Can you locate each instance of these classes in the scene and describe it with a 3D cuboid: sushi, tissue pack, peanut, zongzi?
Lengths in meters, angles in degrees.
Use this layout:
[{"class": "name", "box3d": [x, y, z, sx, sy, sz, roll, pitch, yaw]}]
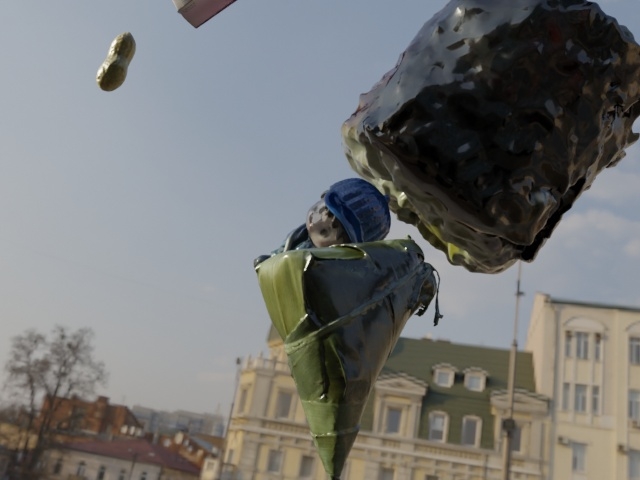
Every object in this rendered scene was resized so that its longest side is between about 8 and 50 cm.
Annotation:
[{"class": "sushi", "box3d": [0.201, -0.134, 0.833, 0.281, 0.294, 0.299, 42, 1, -4]}, {"class": "tissue pack", "box3d": [-0.228, -0.613, 1.585, 0.246, 0.149, 0.092, -31, -17, 11]}, {"class": "peanut", "box3d": [-0.264, -0.232, 0.922, 0.037, 0.083, 0.037, 16, -6, 2]}, {"class": "zongzi", "box3d": [0.029, 0.058, 0.388, 0.109, 0.119, 0.055, -7, -17, -37]}]

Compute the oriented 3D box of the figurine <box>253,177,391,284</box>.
[{"class": "figurine", "box3d": [0.006, 0.003, 0.645, 0.079, 0.077, 0.136, 12, -45, -38]}]
